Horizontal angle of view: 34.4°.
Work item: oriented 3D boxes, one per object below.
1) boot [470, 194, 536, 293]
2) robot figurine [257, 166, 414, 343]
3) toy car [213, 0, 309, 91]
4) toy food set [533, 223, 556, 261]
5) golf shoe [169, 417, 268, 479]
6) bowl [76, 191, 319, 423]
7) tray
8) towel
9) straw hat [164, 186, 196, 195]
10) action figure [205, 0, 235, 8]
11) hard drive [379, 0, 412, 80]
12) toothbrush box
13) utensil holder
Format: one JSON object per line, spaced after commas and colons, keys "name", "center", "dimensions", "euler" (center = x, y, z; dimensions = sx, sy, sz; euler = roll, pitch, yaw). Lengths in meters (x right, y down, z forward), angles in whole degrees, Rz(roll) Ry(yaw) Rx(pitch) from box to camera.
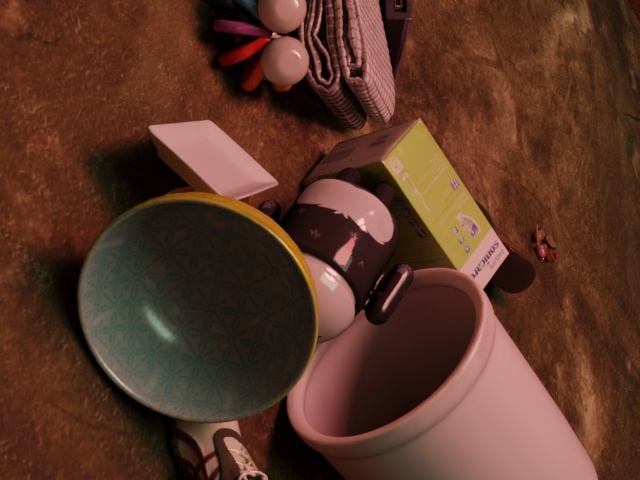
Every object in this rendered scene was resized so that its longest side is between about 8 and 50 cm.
{"name": "boot", "center": [0.297, -0.016, 2.041], "dimensions": [0.305, 0.112, 0.115], "euler": [42, 13, -27]}
{"name": "robot figurine", "center": [0.008, 0.024, 1.520], "dimensions": [0.173, 0.209, 0.278], "euler": [57, 49, -32]}
{"name": "toy car", "center": [-0.098, -0.319, 1.607], "dimensions": [0.136, 0.159, 0.181], "euler": [-6, 104, -14]}
{"name": "toy food set", "center": [0.508, 0.014, 2.350], "dimensions": [0.122, 0.019, 0.077], "euler": [39, 45, -47]}
{"name": "golf shoe", "center": [-0.113, 0.289, 1.293], "dimensions": [0.105, 0.120, 0.272], "euler": [13, 61, -48]}
{"name": "bowl", "center": [-0.135, 0.061, 1.271], "dimensions": [0.289, 0.290, 0.156], "euler": [59, 17, -14]}
{"name": "tray", "center": [-0.148, -0.106, 1.426], "dimensions": [0.145, 0.030, 0.270], "euler": [44, 14, 3]}
{"name": "towel", "center": [0.033, -0.349, 1.752], "dimensions": [0.235, 0.121, 0.283], "euler": [34, 45, -70]}
{"name": "straw hat", "center": [-0.193, -0.002, 1.378], "dimensions": [0.145, 0.061, 0.144], "euler": [-4, 97, -38]}
{"name": "action figure", "center": [-0.184, -0.428, 1.612], "dimensions": [0.232, 0.064, 0.137], "euler": [30, 47, -47]}
{"name": "hard drive", "center": [0.134, -0.446, 1.964], "dimensions": [0.054, 0.172, 0.254], "euler": [5, 51, -5]}
{"name": "toothbrush box", "center": [0.138, -0.037, 1.691], "dimensions": [0.122, 0.206, 0.283], "euler": [-48, 111, -33]}
{"name": "utensil holder", "center": [0.191, 0.288, 1.524], "dimensions": [0.385, 0.328, 0.327], "euler": [52, 39, -25]}
